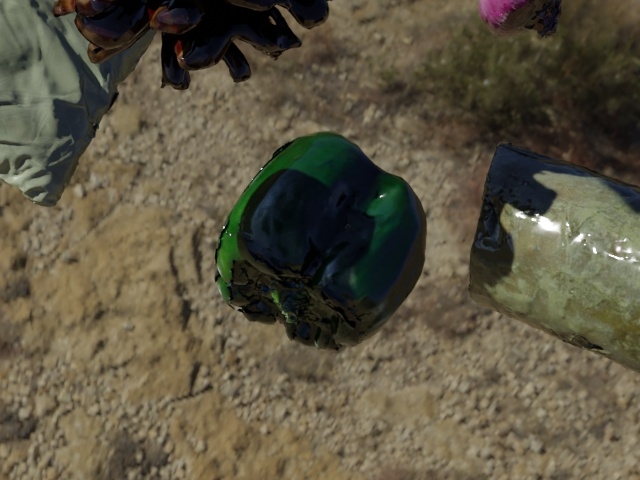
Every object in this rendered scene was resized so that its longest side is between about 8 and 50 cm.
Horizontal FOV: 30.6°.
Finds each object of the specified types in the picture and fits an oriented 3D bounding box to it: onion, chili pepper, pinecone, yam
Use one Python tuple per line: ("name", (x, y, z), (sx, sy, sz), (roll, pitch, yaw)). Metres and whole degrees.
("onion", (0.235, -0.276, 1.322), (0.115, 0.115, 0.104), (-25, 76, -36))
("chili pepper", (0.000, 0.000, 1.551), (0.248, 0.233, 0.257), (38, 67, -10))
("pinecone", (-0.112, -0.262, 0.949), (0.298, 0.296, 0.242), (8, 33, 14))
("yam", (0.263, 0.022, 1.095), (0.304, 0.168, 0.168), (23, 41, 31))

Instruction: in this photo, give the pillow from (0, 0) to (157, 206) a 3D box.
("pillow", (-0.314, -0.216, 1.169), (0.274, 0.076, 0.281), (35, 62, -18))
